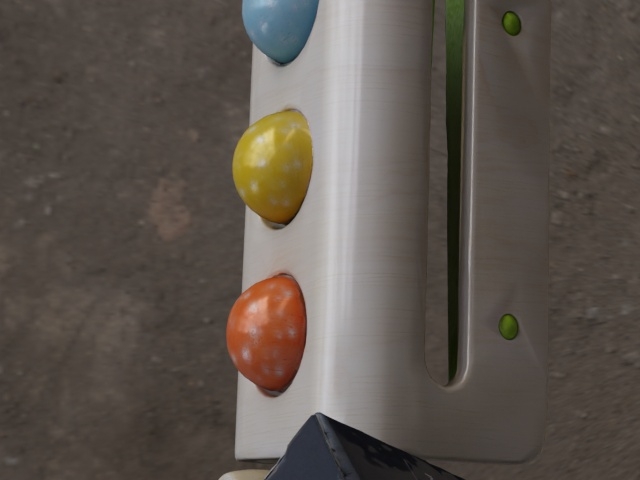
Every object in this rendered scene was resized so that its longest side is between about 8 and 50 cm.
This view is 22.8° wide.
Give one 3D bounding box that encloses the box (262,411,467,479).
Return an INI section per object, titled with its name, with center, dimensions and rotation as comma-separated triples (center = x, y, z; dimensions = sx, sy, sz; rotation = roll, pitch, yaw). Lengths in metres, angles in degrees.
[box]
center = 0.045, 0.182, 0.595
dimensions = 0.153, 0.207, 0.108
rotation = -54, 33, 14

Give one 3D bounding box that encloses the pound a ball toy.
[pound a ball toy]
center = 0.000, 0.000, 0.793
dimensions = 0.208, 0.136, 0.319
rotation = -15, 70, 59
